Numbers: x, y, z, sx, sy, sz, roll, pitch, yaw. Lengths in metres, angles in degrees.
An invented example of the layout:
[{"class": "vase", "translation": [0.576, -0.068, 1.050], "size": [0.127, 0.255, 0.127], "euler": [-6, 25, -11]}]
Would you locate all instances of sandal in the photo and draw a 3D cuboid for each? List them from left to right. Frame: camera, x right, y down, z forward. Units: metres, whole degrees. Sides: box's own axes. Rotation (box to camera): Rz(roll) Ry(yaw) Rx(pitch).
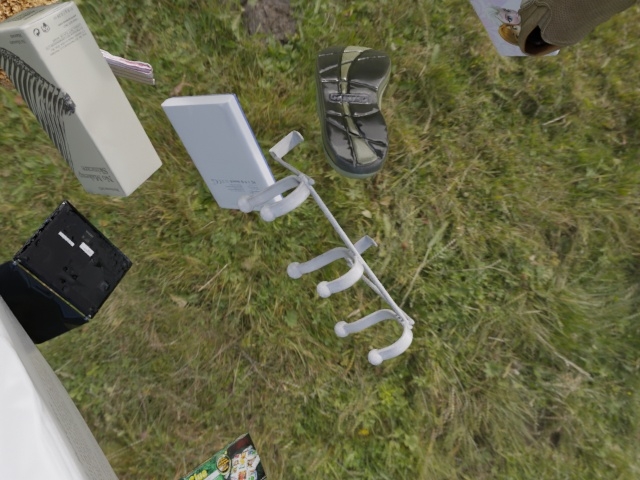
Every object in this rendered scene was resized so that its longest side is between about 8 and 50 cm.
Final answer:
[{"class": "sandal", "translation": [0.044, -0.203, 0.814], "size": [0.120, 0.086, 0.303], "euler": [7, 55, -1]}]

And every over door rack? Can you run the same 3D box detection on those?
[{"class": "over door rack", "translation": [0.000, 0.000, 0.721], "size": [0.108, 0.324, 0.240], "euler": [-33, 110, 8]}]

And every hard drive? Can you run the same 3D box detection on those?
[{"class": "hard drive", "translation": [-0.231, -0.205, 1.294], "size": [0.040, 0.210, 0.319], "euler": [-59, 141, -35]}]

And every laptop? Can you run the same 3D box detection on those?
[{"class": "laptop", "translation": [-0.612, 0.079, 1.198], "size": [0.264, 0.136, 0.234], "euler": [-62, 139, -29]}]

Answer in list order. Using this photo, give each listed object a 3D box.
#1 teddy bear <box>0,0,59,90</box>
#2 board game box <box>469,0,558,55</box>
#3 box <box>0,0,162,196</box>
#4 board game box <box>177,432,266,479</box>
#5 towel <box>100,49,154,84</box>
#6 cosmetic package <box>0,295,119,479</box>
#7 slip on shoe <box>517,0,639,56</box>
[{"class": "teddy bear", "translation": [-0.656, -0.507, 1.180], "size": [0.113, 0.245, 0.338], "euler": [6, 68, 13]}, {"class": "board game box", "translation": [0.177, -0.377, 0.413], "size": [0.318, 0.065, 0.318], "euler": [34, 82, -42]}, {"class": "box", "translation": [-0.362, -0.202, 0.797], "size": [0.094, 0.113, 0.275], "euler": [-56, 140, -37]}, {"class": "board game box", "translation": [-0.248, 0.619, 1.373], "size": [0.030, 0.259, 0.136], "euler": [-24, 84, 30]}, {"class": "towel", "translation": [-0.468, -0.412, 1.254], "size": [0.144, 0.197, 0.029], "euler": [14, 94, -17]}, {"class": "cosmetic package", "translation": [-0.363, 0.273, 0.464], "size": [0.327, 0.394, 0.329], "euler": [-30, 64, -27]}, {"class": "slip on shoe", "translation": [0.152, -0.137, 0.316], "size": [0.051, 0.135, 0.041], "euler": [14, 104, -6]}]
